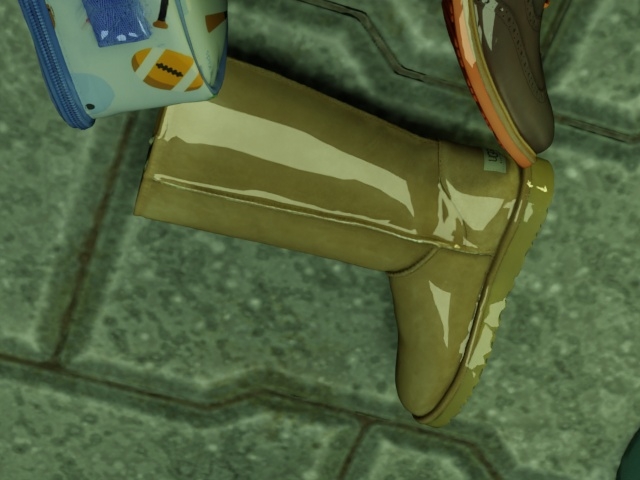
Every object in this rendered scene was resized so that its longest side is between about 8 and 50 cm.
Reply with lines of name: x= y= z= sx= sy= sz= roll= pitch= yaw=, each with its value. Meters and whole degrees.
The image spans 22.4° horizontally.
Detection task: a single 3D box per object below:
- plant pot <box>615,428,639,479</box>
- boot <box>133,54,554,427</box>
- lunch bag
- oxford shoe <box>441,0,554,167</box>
plant pot: x=0.387 y=0.254 z=1.245 sx=0.290 sy=0.195 sz=0.290 roll=0 pitch=125 yaw=0
boot: x=0.000 y=0.000 z=1.135 sx=0.269 sy=0.089 sz=0.236 roll=14 pitch=113 yaw=-11
lunch bag: x=-0.131 y=-0.226 z=0.872 sx=0.114 sy=0.243 sz=0.303 roll=-11 pitch=125 yaw=7
oxford shoe: x=0.121 y=-0.167 z=1.010 sx=0.098 sy=0.097 sz=0.271 roll=-17 pitch=124 yaw=4
